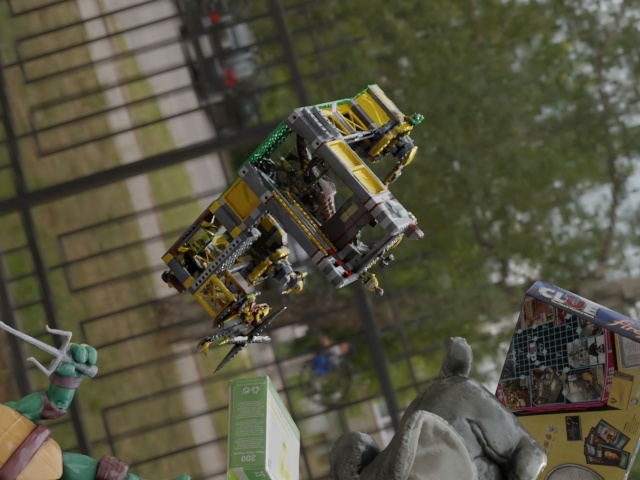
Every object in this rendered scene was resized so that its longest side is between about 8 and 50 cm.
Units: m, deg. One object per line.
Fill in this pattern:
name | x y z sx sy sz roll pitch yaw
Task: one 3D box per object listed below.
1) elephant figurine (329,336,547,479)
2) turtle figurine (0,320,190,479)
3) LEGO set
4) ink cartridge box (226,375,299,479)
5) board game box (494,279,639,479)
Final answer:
elephant figurine | 0.089 0.230 1.246 0.186 0.239 0.169 41 -53 34
turtle figurine | -0.221 0.156 0.989 0.234 0.175 0.118 37 -32 -5
LEGO set | 0.000 0.000 1.438 0.192 0.331 0.255 49 17 9
ink cartridge box | -0.070 0.303 1.576 0.171 0.056 0.235 69 18 -55
board game box | 0.273 0.181 1.441 0.042 0.165 0.243 -39 147 -53
